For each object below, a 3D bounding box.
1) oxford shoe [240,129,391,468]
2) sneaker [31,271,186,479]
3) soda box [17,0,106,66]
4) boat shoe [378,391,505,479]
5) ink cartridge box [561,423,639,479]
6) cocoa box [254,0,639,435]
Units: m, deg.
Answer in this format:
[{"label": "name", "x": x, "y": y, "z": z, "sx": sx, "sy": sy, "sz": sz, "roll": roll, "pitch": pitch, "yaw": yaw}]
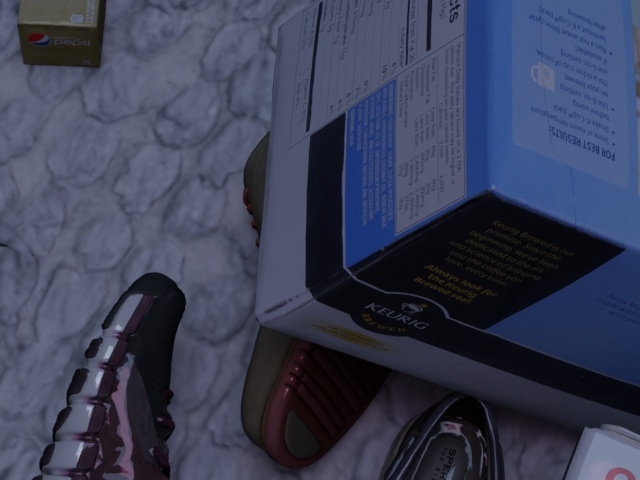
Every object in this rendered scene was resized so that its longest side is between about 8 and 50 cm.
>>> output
[{"label": "oxford shoe", "x": 0.000, "y": 0.000, "z": 1.305, "sx": 0.130, "sy": 0.123, "sz": 0.348, "roll": 7, "pitch": 57, "yaw": 25}, {"label": "sneaker", "x": -0.105, "y": 0.171, "z": 1.210, "sx": 0.163, "sy": 0.106, "sz": 0.281, "roll": 22, "pitch": 74, "yaw": 2}, {"label": "soda box", "x": -0.194, "y": -0.226, "z": 1.424, "sx": 0.061, "sy": 0.058, "sz": 0.181, "roll": 2, "pitch": 63, "yaw": -2}, {"label": "boat shoe", "x": 0.060, "y": 0.226, "z": 1.184, "sx": 0.103, "sy": 0.092, "sz": 0.285, "roll": 15, "pitch": 62, "yaw": 6}, {"label": "ink cartridge box", "x": 0.204, "y": 0.276, "z": 1.123, "sx": 0.197, "sy": 0.114, "sz": 0.272, "roll": 22, "pitch": 79, "yaw": 8}, {"label": "cocoa box", "x": 0.167, "y": -0.033, "z": 1.169, "sx": 0.347, "sy": 0.228, "sz": 0.231, "roll": 20, "pitch": 58, "yaw": -30}]
